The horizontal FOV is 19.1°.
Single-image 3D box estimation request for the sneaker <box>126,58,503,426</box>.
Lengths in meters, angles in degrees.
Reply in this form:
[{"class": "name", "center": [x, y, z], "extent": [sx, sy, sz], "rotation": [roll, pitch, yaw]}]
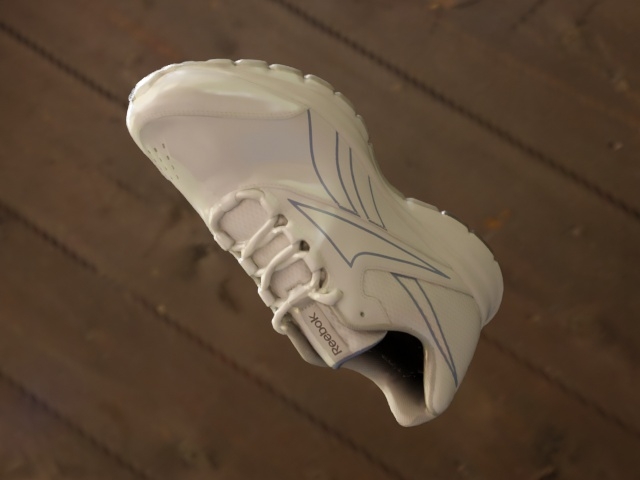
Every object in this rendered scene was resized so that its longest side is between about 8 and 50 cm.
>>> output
[{"class": "sneaker", "center": [0.000, 0.000, 1.175], "extent": [0.297, 0.129, 0.111], "rotation": [37, -46, -24]}]
